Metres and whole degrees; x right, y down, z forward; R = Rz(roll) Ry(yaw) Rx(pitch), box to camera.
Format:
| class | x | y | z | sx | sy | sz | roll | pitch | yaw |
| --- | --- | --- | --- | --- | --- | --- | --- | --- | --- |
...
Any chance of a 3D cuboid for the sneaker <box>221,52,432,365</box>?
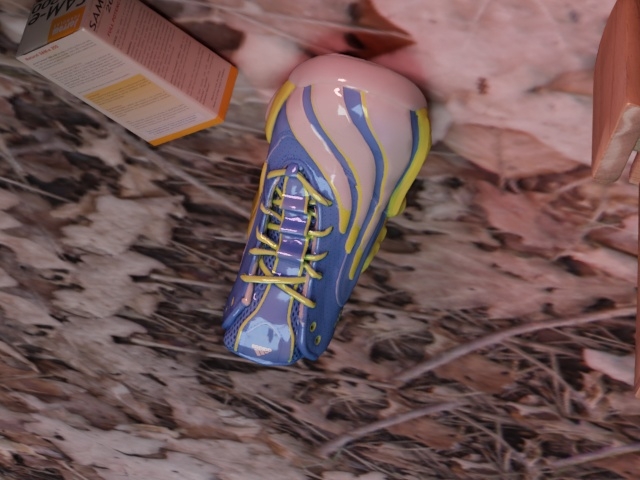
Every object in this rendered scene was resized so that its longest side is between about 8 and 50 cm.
| class | x | y | z | sx | sy | sz | roll | pitch | yaw |
| --- | --- | --- | --- | --- | --- | --- | --- | --- | --- |
| sneaker | 0.000 | 0.000 | 0.929 | 0.091 | 0.126 | 0.240 | 14 | 155 | -1 |

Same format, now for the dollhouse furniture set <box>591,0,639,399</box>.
| class | x | y | z | sx | sy | sz | roll | pitch | yaw |
| --- | --- | --- | --- | --- | --- | --- | --- | --- | --- |
| dollhouse furniture set | 0.223 | -0.055 | 0.744 | 0.212 | 0.161 | 0.242 | 14 | 133 | -2 |

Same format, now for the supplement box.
| class | x | y | z | sx | sy | sz | roll | pitch | yaw |
| --- | --- | --- | --- | --- | --- | --- | --- | --- | --- |
| supplement box | -0.101 | -0.093 | 0.892 | 0.062 | 0.036 | 0.098 | -13 | 144 | 45 |
